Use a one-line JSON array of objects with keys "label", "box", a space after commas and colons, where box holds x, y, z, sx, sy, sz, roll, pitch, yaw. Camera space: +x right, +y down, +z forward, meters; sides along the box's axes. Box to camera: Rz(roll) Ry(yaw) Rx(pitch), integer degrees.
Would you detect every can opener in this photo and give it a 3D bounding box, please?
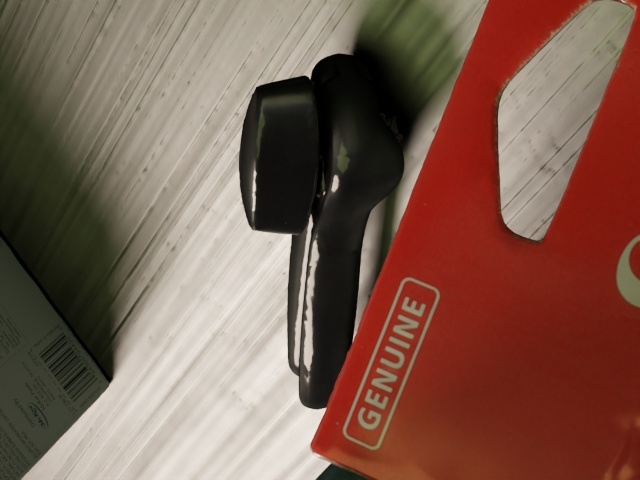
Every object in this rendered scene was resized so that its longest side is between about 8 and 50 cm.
[{"label": "can opener", "box": [0.000, 0.000, 0.488, 0.073, 0.059, 0.186, -2, 130, -4]}]

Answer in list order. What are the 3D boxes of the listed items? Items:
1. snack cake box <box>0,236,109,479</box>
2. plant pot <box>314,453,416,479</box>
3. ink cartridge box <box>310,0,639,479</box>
[{"label": "snack cake box", "box": [-0.253, 0.029, 0.560, 0.089, 0.152, 0.264, -26, 103, 34]}, {"label": "plant pot", "box": [0.055, 0.220, 0.414, 0.248, 0.252, 0.247, 43, 130, 26]}, {"label": "ink cartridge box", "box": [0.158, -0.009, 0.315, 0.261, 0.066, 0.296, 22, 94, 12]}]
